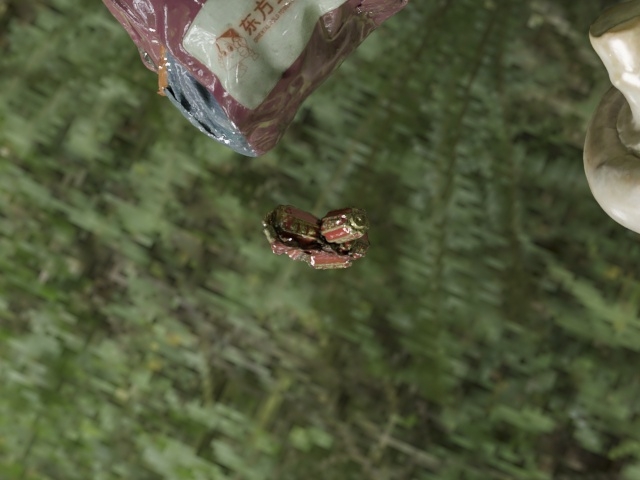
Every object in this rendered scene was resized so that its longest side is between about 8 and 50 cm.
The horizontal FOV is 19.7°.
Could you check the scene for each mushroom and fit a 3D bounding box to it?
[{"bbox_3d":[0.326,-0.111,1.594,0.206,0.206,0.209,17,127,28],"label":"mushroom"}]

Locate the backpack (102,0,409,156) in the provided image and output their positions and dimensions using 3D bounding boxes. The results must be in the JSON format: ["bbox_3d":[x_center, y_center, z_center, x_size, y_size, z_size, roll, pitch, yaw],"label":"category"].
[{"bbox_3d":[-0.095,-0.275,1.927,0.317,0.283,0.197,41,174,21],"label":"backpack"}]

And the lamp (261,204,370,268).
[{"bbox_3d":[0.000,0.000,1.115,0.063,0.031,0.083,-1,167,5],"label":"lamp"}]
